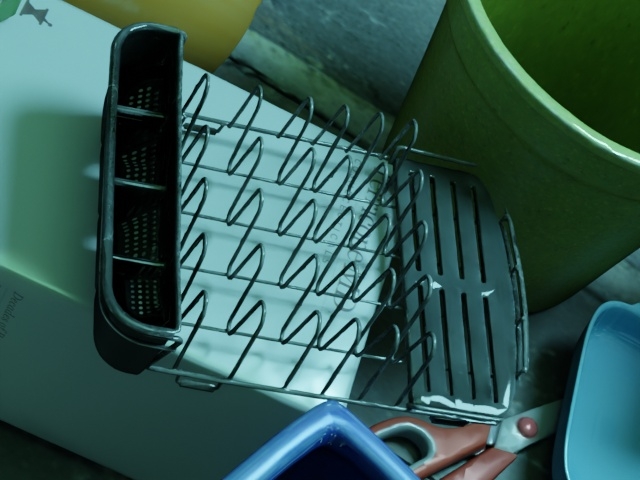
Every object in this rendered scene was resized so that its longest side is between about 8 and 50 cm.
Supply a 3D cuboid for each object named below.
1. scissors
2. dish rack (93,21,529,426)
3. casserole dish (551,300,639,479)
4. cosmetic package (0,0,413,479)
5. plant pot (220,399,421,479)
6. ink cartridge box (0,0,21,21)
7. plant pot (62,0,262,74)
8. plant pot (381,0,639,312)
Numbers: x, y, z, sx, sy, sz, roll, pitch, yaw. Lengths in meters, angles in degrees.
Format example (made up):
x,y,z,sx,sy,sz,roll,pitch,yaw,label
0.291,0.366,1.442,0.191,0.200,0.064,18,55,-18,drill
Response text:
x,y,z,sx,sy,sz,roll,pitch,yaw,label
0.120,0.125,1.252,0.297,0.021,0.109,-34,78,-37,scissors
0.000,0.000,1.050,0.272,0.074,0.208,11,54,-19,dish rack
0.211,0.129,1.272,0.114,0.037,0.188,30,54,-17,casserole dish
-0.156,-0.010,1.128,0.385,0.156,0.217,23,50,-8,cosmetic package
-0.023,0.266,0.969,0.236,0.212,0.236,47,52,9,plant pot
-0.247,-0.136,1.002,0.062,0.109,0.209,47,50,10,ink cartridge box
-0.141,-0.201,1.252,0.188,0.205,0.205,28,49,-26,plant pot
0.167,-0.087,1.267,0.276,0.254,0.276,12,55,-17,plant pot
